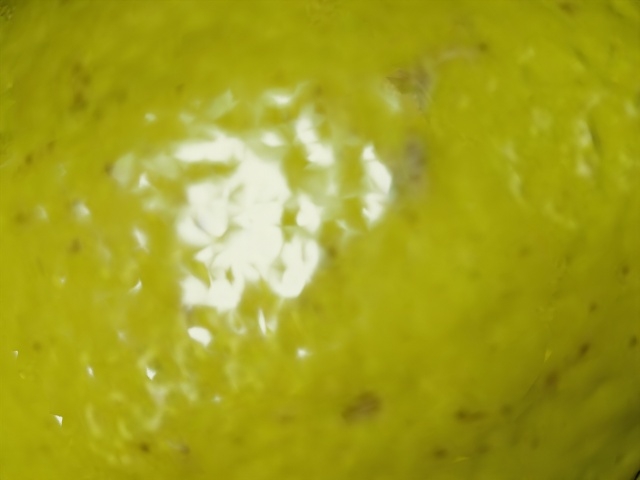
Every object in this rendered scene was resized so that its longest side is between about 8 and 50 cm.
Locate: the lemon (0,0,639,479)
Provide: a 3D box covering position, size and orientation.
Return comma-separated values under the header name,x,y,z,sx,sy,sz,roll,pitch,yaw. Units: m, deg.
name,x,y,z,sx,sy,sz,roll,pitch,yaw
lemon,0.000,0.000,0.586,0.310,0.253,0.253,-25,73,7
